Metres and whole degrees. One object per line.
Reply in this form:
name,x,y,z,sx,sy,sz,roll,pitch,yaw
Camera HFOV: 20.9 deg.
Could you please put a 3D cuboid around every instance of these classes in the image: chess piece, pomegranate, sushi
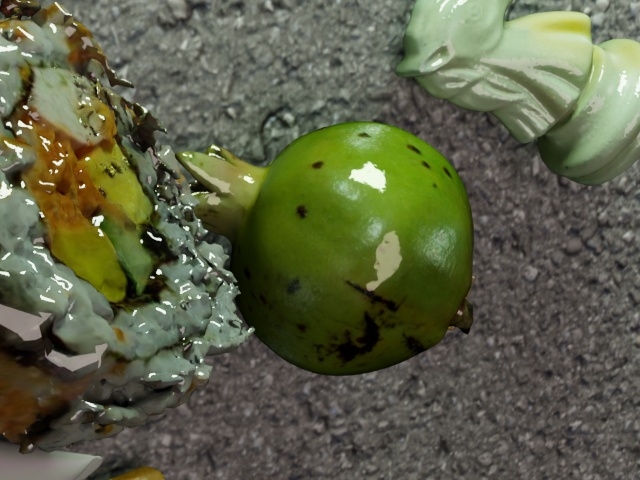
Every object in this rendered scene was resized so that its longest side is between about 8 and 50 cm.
chess piece,0.222,-0.194,1.877,0.298,0.176,0.175,28,91,-27
pomegranate,0.000,0.000,1.735,0.341,0.260,0.260,17,99,-9
sushi,-0.243,-0.007,1.487,0.176,0.417,0.417,-31,139,32

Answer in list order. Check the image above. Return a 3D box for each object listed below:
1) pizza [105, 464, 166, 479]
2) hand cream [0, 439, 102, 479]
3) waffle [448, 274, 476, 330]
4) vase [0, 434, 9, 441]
pizza,-0.252,0.389,1.800,0.335,0.086,0.226,-51,131,-10
hand cream,-0.361,0.232,1.594,0.185,0.118,0.359,-44,152,10
waffle,0.118,0.049,1.965,0.135,0.021,0.092,14,100,-39
vase,-0.289,0.121,1.643,0.059,0.059,0.167,-9,134,-33
